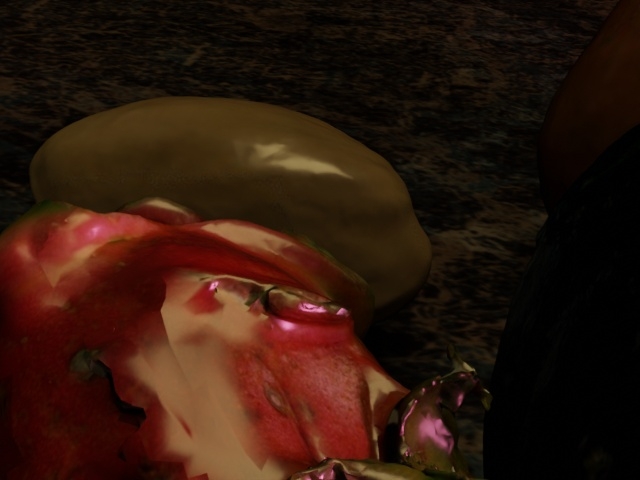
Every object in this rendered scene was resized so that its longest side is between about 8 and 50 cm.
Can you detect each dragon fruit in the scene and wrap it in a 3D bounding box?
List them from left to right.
[{"bbox_3d":[-0.017,0.081,0.527,0.269,0.198,0.200,1,39,28],"label":"dragon fruit"}]

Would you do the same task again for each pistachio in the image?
[{"bbox_3d":[-0.048,-0.011,0.838,0.226,0.136,0.136,10,22,11],"label":"pistachio"}]

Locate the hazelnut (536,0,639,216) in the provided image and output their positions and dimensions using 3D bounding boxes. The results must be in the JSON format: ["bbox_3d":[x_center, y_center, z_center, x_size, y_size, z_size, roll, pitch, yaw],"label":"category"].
[{"bbox_3d":[0.317,-0.070,0.908,0.365,0.366,0.366,9,22,-4],"label":"hazelnut"}]

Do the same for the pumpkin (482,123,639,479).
[{"bbox_3d":[0.237,0.082,0.546,0.363,0.266,0.363,11,26,-5],"label":"pumpkin"}]
